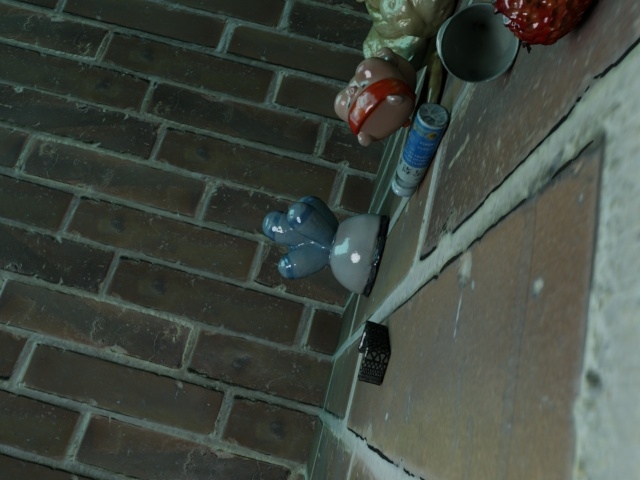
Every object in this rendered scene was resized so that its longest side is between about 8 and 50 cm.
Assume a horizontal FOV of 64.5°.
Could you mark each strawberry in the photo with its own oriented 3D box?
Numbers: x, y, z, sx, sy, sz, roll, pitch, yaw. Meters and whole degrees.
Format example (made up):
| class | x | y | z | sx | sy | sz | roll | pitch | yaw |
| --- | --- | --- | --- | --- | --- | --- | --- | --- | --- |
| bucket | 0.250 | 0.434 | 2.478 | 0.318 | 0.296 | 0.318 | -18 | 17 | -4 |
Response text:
| class | x | y | z | sx | sy | sz | roll | pitch | yaw |
| --- | --- | --- | --- | --- | --- | --- | --- | --- | --- |
| strawberry | 0.150 | -0.167 | 0.321 | 0.083 | 0.073 | 0.073 | -25 | 39 | 43 |

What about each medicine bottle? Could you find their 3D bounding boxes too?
| class | x | y | z | sx | sy | sz | roll | pitch | yaw |
| --- | --- | --- | --- | --- | --- | --- | --- | --- | --- |
| medicine bottle | 0.161 | -0.144 | 0.841 | 0.191 | 0.051 | 0.051 | 103 | -178 | -59 |

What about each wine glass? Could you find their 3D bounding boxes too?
| class | x | y | z | sx | sy | sz | roll | pitch | yaw |
| --- | --- | --- | --- | --- | --- | --- | --- | --- | --- |
| wine glass | 0.161 | -0.213 | 0.538 | 0.155 | 0.073 | 0.073 | -66 | -9 | -64 |

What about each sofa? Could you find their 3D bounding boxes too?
| class | x | y | z | sx | sy | sz | roll | pitch | yaw |
| --- | --- | --- | --- | --- | --- | --- | --- | --- | --- |
| sofa | 0.083 | 0.178 | 0.811 | 0.118 | 0.039 | 0.060 | -67 | -10 | -77 |

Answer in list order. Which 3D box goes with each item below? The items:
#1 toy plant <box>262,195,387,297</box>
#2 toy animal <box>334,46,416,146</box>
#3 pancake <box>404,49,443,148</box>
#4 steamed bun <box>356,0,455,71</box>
| class | x | y | z | sx | sy | sz | roll | pitch | yaw |
| --- | --- | --- | --- | --- | --- | --- | --- | --- | --- |
| toy plant | 0.000 | 0.000 | 1.381 | 0.247 | 0.332 | 0.247 | 15 | -90 | -86 |
| toy animal | 0.122 | -0.295 | 1.053 | 0.198 | 0.171 | 0.171 | -64 | -10 | -49 |
| pancake | 0.206 | -0.254 | 1.031 | 0.250 | 0.031 | 0.250 | 14 | -90 | -88 |
| steamed bun | 0.196 | -0.574 | 1.138 | 0.372 | 0.230 | 0.325 | 106 | 176 | -73 |
